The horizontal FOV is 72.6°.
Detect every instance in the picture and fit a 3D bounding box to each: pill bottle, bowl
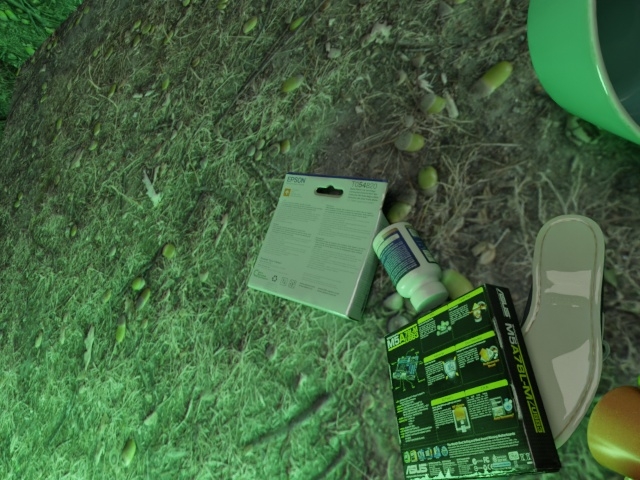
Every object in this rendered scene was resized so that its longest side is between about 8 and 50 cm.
[{"bbox_3d":[0.128,0.038,0.612,0.067,0.067,0.120,-38,55,18],"label":"pill bottle"},{"bbox_3d":[0.345,-0.239,0.444,0.311,0.312,0.163,-58,18,4],"label":"bowl"}]

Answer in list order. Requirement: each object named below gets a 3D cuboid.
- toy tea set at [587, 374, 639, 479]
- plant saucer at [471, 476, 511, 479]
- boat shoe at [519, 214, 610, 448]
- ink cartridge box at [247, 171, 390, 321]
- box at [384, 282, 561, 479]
[{"bbox_3d":[0.289,0.189,0.394,0.336,0.200,0.124,-48,15,-7],"label":"toy tea set"},{"bbox_3d":[0.181,0.236,0.530,0.119,0.021,0.119,-13,66,32],"label":"plant saucer"},{"bbox_3d":[0.264,0.100,0.485,0.095,0.079,0.254,1,71,38],"label":"boat shoe"},{"bbox_3d":[0.000,0.000,0.732,0.223,0.045,0.223,12,79,37],"label":"ink cartridge box"},{"bbox_3d":[0.154,0.170,0.499,0.190,0.045,0.184,-45,38,47],"label":"box"}]
